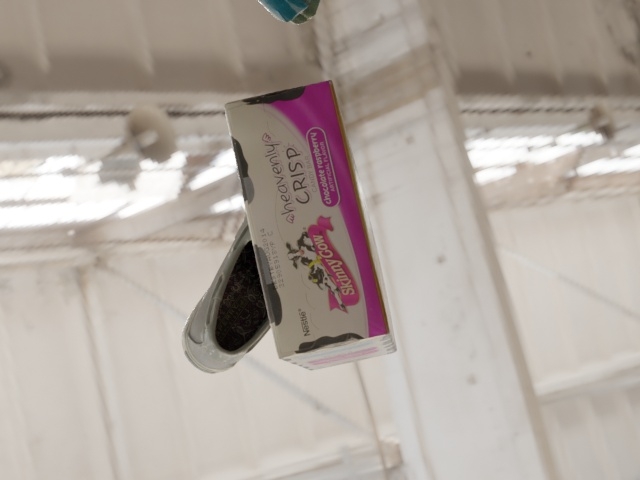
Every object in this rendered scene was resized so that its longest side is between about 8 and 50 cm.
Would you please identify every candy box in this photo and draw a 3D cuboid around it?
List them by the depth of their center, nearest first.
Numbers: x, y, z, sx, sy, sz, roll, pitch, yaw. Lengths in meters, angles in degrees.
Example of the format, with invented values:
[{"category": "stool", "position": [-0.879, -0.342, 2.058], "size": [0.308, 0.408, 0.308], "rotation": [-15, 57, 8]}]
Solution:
[{"category": "candy box", "position": [0.000, 0.000, 0.957], "size": [0.233, 0.071, 0.159], "rotation": [52, -155, -82]}]

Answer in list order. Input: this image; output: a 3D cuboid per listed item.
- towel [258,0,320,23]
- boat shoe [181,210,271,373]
[{"category": "towel", "position": [-0.118, -0.330, 0.930], "size": [0.370, 0.040, 0.271], "rotation": [38, -142, -48]}, {"category": "boat shoe", "position": [-0.040, 0.016, 1.269], "size": [0.079, 0.081, 0.227], "rotation": [35, -113, -14]}]
